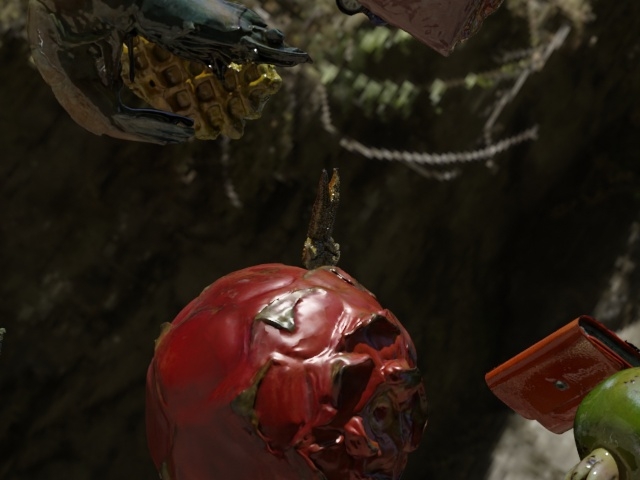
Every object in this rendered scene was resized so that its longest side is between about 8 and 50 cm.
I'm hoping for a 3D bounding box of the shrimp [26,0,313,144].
[{"bbox_3d":[-0.163,-0.180,1.530,0.289,0.178,0.075,17,4,-16],"label":"shrimp"}]

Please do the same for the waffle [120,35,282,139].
[{"bbox_3d":[-0.141,-0.204,1.675,0.194,0.149,0.051,36,8,1],"label":"waffle"}]

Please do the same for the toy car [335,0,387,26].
[{"bbox_3d":[0.091,-0.485,2.499,0.158,0.172,0.235,-24,-78,21],"label":"toy car"}]

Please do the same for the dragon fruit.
[{"bbox_3d":[-0.030,0.132,1.198,0.241,0.241,0.252,51,-1,-42],"label":"dragon fruit"}]

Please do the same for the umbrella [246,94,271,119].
[{"bbox_3d":[-0.112,-0.255,2.535,0.062,0.067,0.143,-7,-25,-13],"label":"umbrella"}]

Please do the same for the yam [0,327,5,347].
[{"bbox_3d":[-0.523,0.189,1.988,0.259,0.106,0.106,-15,-41,22],"label":"yam"}]

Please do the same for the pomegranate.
[{"bbox_3d":[0.391,0.254,1.803,0.179,0.210,0.179,9,-59,15],"label":"pomegranate"}]

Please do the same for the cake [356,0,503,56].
[{"bbox_3d":[0.193,-0.468,2.232,0.230,0.237,0.309,37,-50,11],"label":"cake"}]

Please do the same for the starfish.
[{"bbox_3d":[-0.001,0.000,2.323,0.043,0.227,0.240,4,6,8],"label":"starfish"}]

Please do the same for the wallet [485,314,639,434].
[{"bbox_3d":[0.332,0.183,1.973,0.142,0.045,0.204,36,-40,-12],"label":"wallet"}]
